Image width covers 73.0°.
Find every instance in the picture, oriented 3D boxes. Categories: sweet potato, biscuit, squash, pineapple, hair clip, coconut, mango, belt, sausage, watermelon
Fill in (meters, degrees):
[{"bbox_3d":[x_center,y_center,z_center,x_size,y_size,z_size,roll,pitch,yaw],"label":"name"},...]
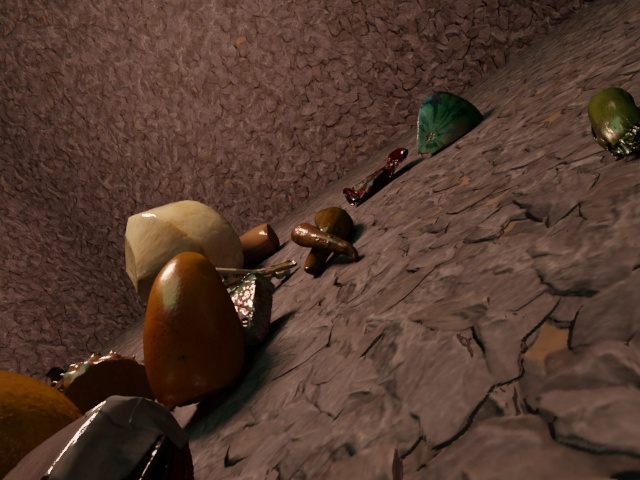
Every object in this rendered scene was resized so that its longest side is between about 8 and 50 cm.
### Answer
[{"bbox_3d":[0.025,-0.021,0.999,0.108,0.079,0.346,-47,10,19],"label":"sweet potato"},{"bbox_3d":[0.000,0.000,0.843,0.050,0.050,0.214,-39,28,-20],"label":"sweet potato"},{"bbox_3d":[0.173,-0.198,1.366,0.235,0.063,0.151,-38,8,2],"label":"biscuit"},{"bbox_3d":[0.342,-0.141,0.502,0.052,0.052,0.183,-29,15,38],"label":"squash"},{"bbox_3d":[-0.410,0.285,0.755,0.365,0.165,0.165,-25,14,48],"label":"pineapple"},{"bbox_3d":[-0.150,0.083,1.006,0.214,0.056,0.062,-4,20,-35],"label":"hair clip"},{"bbox_3d":[-0.466,0.059,1.430,0.344,0.415,0.415,-55,-3,32],"label":"coconut"},{"bbox_3d":[-0.190,0.123,0.650,0.126,0.154,0.252,-26,53,17],"label":"mango"},{"bbox_3d":[-0.176,0.215,0.339,0.124,0.128,0.201,-34,12,6],"label":"belt"},{"bbox_3d":[-0.265,0.032,1.643,0.253,0.123,0.123,-30,11,24],"label":"sausage"},{"bbox_3d":[-0.133,0.152,0.735,0.187,0.071,0.139,-52,31,-6],"label":"watermelon"},{"bbox_3d":[0.358,-0.362,1.259,0.231,0.146,0.128,-39,9,-32],"label":"watermelon"}]

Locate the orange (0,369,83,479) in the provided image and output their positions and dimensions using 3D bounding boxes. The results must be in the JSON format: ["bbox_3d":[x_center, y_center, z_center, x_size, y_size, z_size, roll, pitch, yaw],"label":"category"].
[{"bbox_3d":[-0.376,0.263,0.430,0.274,0.274,0.274,-35,9,6],"label":"orange"}]

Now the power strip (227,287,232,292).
[{"bbox_3d":[-0.240,0.171,1.014,0.213,0.064,0.198,-20,11,12],"label":"power strip"}]

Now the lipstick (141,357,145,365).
[{"bbox_3d":[-0.479,0.333,1.202,0.025,0.025,0.107,-40,4,-24],"label":"lipstick"}]
